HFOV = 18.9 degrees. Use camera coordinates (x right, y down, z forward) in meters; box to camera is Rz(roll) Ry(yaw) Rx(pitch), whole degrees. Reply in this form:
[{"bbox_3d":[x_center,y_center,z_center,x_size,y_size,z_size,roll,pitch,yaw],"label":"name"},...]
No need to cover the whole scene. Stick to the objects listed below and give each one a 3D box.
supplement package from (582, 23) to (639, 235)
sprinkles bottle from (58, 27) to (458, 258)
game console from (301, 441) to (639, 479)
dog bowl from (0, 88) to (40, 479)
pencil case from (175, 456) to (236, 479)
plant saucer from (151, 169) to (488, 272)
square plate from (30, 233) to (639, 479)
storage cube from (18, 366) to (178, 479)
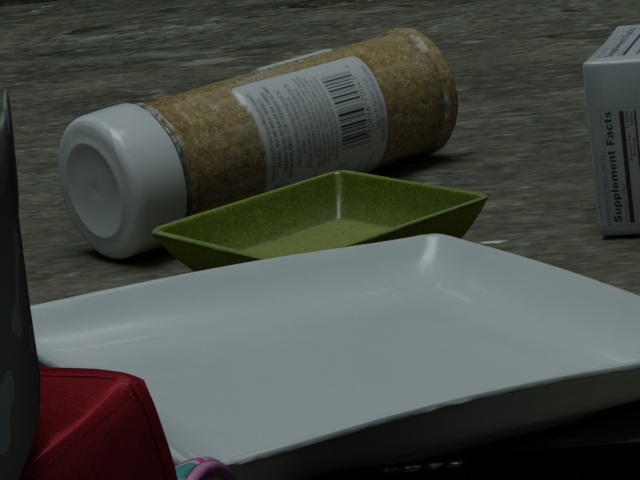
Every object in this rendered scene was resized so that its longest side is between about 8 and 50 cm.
[{"bbox_3d":[0.329,-0.089,1.412,0.244,0.134,0.139,-2,17,21],"label":"supplement package"},{"bbox_3d":[-0.046,-0.088,1.640,0.355,0.121,0.121,-19,19,-36],"label":"sprinkles bottle"},{"bbox_3d":[0.073,0.171,0.794,0.213,0.044,0.361,-7,16,8],"label":"game console"},{"bbox_3d":[-0.241,0.052,0.561,0.348,0.102,0.349,-14,26,7],"label":"dog bowl"},{"bbox_3d":[-0.172,0.154,0.835,0.284,0.124,0.124,-2,17,17],"label":"pencil case"},{"bbox_3d":[0.000,0.000,1.440,0.188,0.045,0.188,-18,18,-33],"label":"plant saucer"},{"bbox_3d":[0.012,0.068,1.138,0.344,0.049,0.347,-10,15,-26],"label":"square plate"},{"bbox_3d":[-0.158,0.166,0.639,0.183,0.215,0.193,2,25,33],"label":"storage cube"}]
